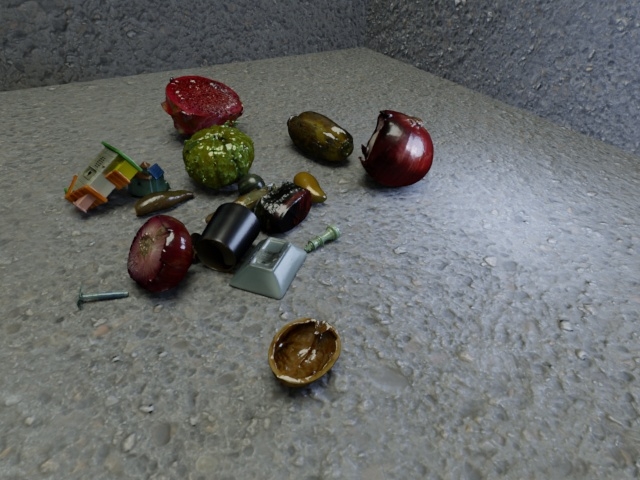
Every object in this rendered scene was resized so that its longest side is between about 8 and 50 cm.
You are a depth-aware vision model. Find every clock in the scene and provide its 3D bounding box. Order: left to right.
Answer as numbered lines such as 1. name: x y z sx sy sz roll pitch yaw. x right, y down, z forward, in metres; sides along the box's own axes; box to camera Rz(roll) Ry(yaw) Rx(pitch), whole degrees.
1. clock: -0.827 -0.227 1.677 0.219 0.106 0.255 27 76 44

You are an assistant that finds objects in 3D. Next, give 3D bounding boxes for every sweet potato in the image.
1. sweet potato: -0.594 -0.158 1.706 0.243 0.077 0.077 -27 47 -33

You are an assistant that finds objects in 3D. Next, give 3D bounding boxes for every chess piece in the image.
1. chess piece: 0.000 0.000 1.573 0.149 0.059 0.059 -33 50 -29

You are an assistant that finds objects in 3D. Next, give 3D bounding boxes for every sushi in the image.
1. sushi: -0.137 -0.118 1.646 0.126 0.136 0.225 22 47 27

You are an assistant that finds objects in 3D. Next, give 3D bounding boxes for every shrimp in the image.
1. shrimp: -0.287 -0.133 1.665 0.317 0.077 0.168 -30 16 -33

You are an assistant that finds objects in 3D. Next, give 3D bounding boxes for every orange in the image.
1. orange: -0.408 -0.335 1.840 0.299 0.223 0.301 -20 45 -12

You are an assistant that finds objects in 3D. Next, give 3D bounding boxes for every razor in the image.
1. razor: -0.636 0.161 1.315 0.134 0.040 0.068 -4 38 -18

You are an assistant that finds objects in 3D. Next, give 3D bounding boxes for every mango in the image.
1. mango: -0.045 -0.208 1.816 0.102 0.085 0.184 -15 51 -29

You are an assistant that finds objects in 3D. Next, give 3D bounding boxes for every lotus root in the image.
1. lotus root: -0.011 -0.496 2.117 0.195 0.179 0.397 -26 47 -37

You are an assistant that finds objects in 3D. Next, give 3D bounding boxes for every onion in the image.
1. onion: -0.479 0.042 1.353 0.247 0.161 0.248 -18 49 23
2. onion: 0.326 -0.375 1.902 0.340 0.342 0.341 2 37 -2

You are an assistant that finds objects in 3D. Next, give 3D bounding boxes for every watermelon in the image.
1. watermelon: -0.284 -0.209 1.787 0.133 0.105 0.105 -25 28 25

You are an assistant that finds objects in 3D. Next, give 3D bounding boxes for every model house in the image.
1. model house: -0.686 -0.257 1.768 0.148 0.149 0.119 11 36 6

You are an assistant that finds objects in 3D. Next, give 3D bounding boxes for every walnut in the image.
1. walnut: -0.046 0.296 1.141 0.167 0.087 0.211 31 46 22

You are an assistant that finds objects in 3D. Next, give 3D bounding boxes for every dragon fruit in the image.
1. dragon fruit: -0.581 -0.623 2.192 0.370 0.249 0.386 25 43 1

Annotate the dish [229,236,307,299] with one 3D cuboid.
1. dish: -0.164 0.065 1.445 0.181 0.080 0.243 14 39 13

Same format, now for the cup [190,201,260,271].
1. cup: -0.329 0.009 1.488 0.166 0.239 0.177 42 41 -19
